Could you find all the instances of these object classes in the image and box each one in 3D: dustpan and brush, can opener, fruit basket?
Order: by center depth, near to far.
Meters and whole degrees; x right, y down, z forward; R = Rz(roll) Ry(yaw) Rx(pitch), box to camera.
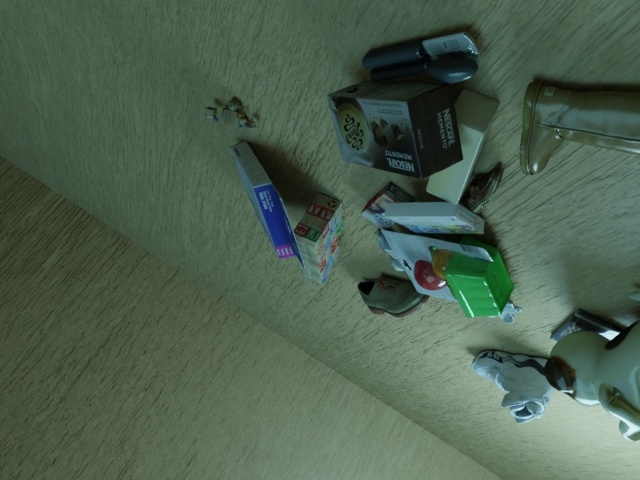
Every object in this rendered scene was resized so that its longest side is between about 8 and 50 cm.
[{"bbox_3d":[0.199,-0.371,1.220,0.280,0.093,0.074,10,147,47],"label":"can opener"},{"bbox_3d":[0.385,0.086,1.764,0.353,0.165,0.327,17,152,46],"label":"fruit basket"},{"bbox_3d":[0.573,0.215,1.857,0.147,0.060,0.211,35,154,-6],"label":"dustpan and brush"}]

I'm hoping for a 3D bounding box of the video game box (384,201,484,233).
[{"bbox_3d":[0.307,-0.059,1.577,0.205,0.048,0.187,2,166,38],"label":"video game box"}]

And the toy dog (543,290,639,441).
[{"bbox_3d":[0.805,0.343,1.563,0.408,0.284,0.395,-20,109,52],"label":"toy dog"}]

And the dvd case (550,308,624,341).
[{"bbox_3d":[0.811,0.289,1.776,0.164,0.018,0.221,26,153,12],"label":"dvd case"}]

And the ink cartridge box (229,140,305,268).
[{"bbox_3d":[-0.170,-0.103,1.882,0.324,0.071,0.330,74,169,-45],"label":"ink cartridge box"}]

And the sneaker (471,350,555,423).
[{"bbox_3d":[0.671,0.520,2.112,0.137,0.210,0.366,46,151,-26],"label":"sneaker"}]

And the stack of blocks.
[{"bbox_3d":[0.000,0.000,1.985,0.087,0.171,0.297,24,154,17],"label":"stack of blocks"}]

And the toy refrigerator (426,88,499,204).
[{"bbox_3d":[0.316,-0.209,1.351,0.094,0.102,0.269,26,154,13],"label":"toy refrigerator"}]

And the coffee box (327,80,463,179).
[{"bbox_3d":[0.156,-0.250,1.291,0.297,0.119,0.168,26,137,55],"label":"coffee box"}]

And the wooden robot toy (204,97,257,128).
[{"bbox_3d":[-0.258,-0.385,1.744,0.173,0.076,0.079,20,117,23],"label":"wooden robot toy"}]

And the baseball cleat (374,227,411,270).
[{"bbox_3d":[0.253,0.024,1.887,0.109,0.072,0.206,-4,143,30],"label":"baseball cleat"}]

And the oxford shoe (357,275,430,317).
[{"bbox_3d":[0.250,0.192,2.108,0.130,0.123,0.348,47,150,-17],"label":"oxford shoe"}]

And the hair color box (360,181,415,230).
[{"bbox_3d":[0.196,-0.098,1.734,0.093,0.053,0.167,35,153,-5],"label":"hair color box"}]

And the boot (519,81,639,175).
[{"bbox_3d":[0.535,-0.196,1.152,0.269,0.089,0.236,16,150,28],"label":"boot"}]

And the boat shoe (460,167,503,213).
[{"bbox_3d":[0.395,-0.126,1.453,0.060,0.064,0.178,28,156,5],"label":"boat shoe"}]
